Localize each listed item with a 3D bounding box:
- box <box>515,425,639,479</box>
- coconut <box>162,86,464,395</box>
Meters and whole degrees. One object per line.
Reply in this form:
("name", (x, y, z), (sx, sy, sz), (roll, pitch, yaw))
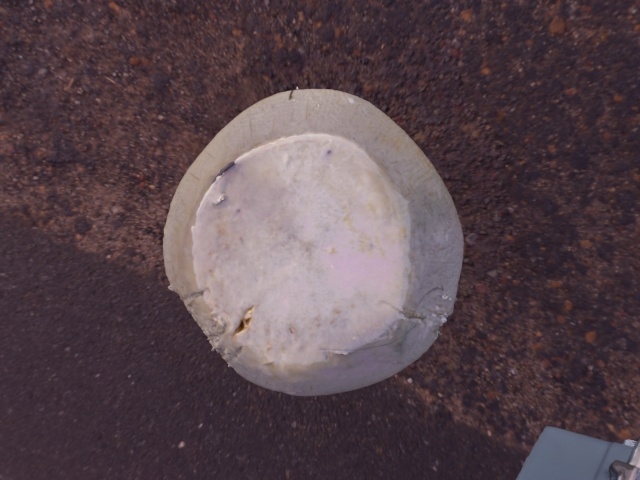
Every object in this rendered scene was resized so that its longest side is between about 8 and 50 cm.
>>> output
("box", (0.271, 0.304, 0.583), (0.162, 0.130, 0.227), (-44, 125, -33))
("coconut", (-0.002, 0.002, 0.474), (0.227, 0.230, 0.227), (1, 95, 6))
